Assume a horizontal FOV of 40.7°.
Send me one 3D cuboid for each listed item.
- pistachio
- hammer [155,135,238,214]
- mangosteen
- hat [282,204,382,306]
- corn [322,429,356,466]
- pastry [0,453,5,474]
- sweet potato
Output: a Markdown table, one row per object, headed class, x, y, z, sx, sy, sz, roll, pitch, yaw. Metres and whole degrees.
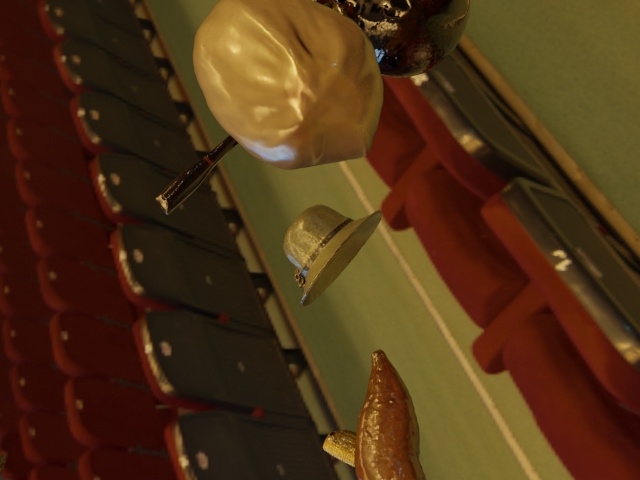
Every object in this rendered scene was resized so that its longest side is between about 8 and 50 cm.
| class | x | y | z | sx | sy | sz | roll | pitch | yaw |
| --- | --- | --- | --- | --- | --- | --- | --- | --- | --- |
| pistachio | -0.048 | -0.211 | 1.099 | 0.208 | 0.226 | 0.332 | -48 | 51 | -2 |
| hammer | -0.169 | -0.152 | 1.466 | 0.290 | 0.037 | 0.137 | -46 | 3 | -16 |
| mangosteen | 0.134 | -0.472 | 1.664 | 0.297 | 0.314 | 0.296 | -32 | 45 | 39 |
| hat | 0.000 | 0.000 | 1.788 | 0.130 | 0.257 | 0.257 | 40 | 125 | 10 |
| corn | 0.104 | 0.438 | 1.748 | 0.072 | 0.203 | 0.072 | 21 | -90 | -81 |
| pastry | -0.456 | 0.317 | 1.118 | 0.109 | 0.057 | 0.097 | -53 | 16 | 16 |
| sweet potato | 0.118 | 0.362 | 1.560 | 0.131 | 0.131 | 0.336 | -44 | 45 | 44 |
